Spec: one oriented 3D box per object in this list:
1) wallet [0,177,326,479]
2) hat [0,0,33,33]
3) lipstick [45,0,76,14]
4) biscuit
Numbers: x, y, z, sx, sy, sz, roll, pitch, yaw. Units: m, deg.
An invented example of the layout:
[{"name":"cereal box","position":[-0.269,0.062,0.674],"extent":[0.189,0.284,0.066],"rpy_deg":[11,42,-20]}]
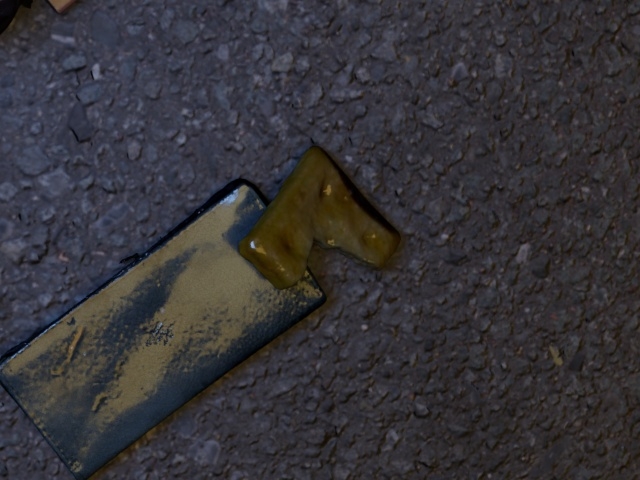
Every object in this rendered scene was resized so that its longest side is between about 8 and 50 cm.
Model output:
[{"name":"wallet","position":[-0.185,0.105,1.890],"extent":[0.379,0.046,0.190],"rpy_deg":[-36,109,-8]},{"name":"hat","position":[-0.451,-0.294,1.685],"extent":[0.336,0.209,0.238],"rpy_deg":[28,59,4]},{"name":"lipstick","position":[-0.252,-0.316,1.784],"extent":[0.145,0.045,0.045],"rpy_deg":[-42,112,-6]},{"name":"biscuit","position":[0.000,0.000,1.899],"extent":[0.174,0.039,0.183],"rpy_deg":[51,58,-21]}]
